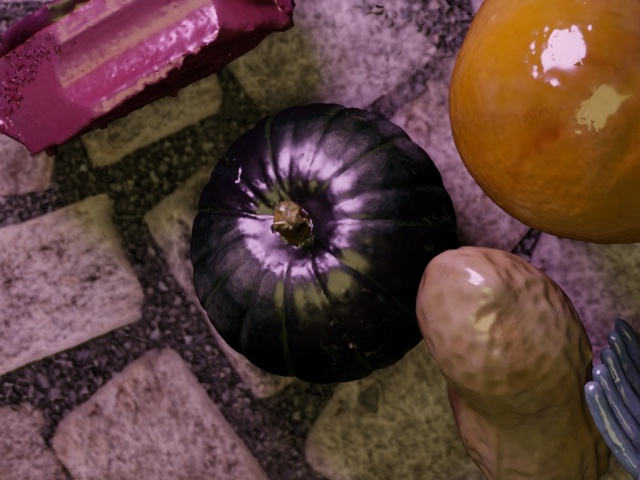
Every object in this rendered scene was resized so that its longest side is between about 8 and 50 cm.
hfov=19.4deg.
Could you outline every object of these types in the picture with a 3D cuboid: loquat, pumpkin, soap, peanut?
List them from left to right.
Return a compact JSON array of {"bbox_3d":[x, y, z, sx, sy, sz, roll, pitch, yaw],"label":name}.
[{"bbox_3d":[-0.162,-0.180,1.667,0.289,0.182,0.112,-27,92,11],"label":"soap"},{"bbox_3d":[0.000,0.000,1.648,0.250,0.216,0.249,-4,74,15],"label":"pumpkin"},{"bbox_3d":[0.169,0.117,1.609,0.149,0.313,0.149,-11,52,14],"label":"peanut"},{"bbox_3d":[0.238,-0.121,1.554,0.275,0.275,0.274,2,100,13],"label":"loquat"}]

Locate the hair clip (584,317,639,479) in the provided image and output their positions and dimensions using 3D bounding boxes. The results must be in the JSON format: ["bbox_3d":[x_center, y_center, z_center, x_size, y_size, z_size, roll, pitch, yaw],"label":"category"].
[{"bbox_3d":[0.368,0.136,1.534,0.238,0.318,0.392,-22,96,18],"label":"hair clip"}]
